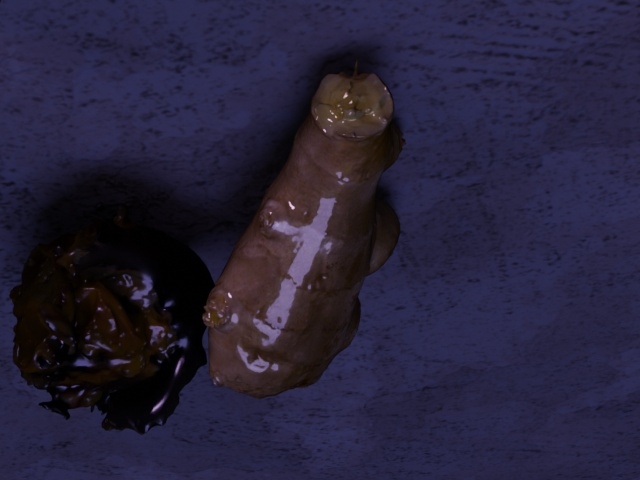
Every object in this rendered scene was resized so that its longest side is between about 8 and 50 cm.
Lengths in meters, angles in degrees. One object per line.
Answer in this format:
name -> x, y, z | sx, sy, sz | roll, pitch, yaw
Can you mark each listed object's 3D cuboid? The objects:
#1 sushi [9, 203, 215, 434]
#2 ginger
sushi -> -0.219, 0.075, 1.532 | 0.204, 0.200, 0.213 | 35, 145, -32
ginger -> 0.021, 0.002, 1.495 | 0.236, 0.166, 0.375 | 8, 136, -38
